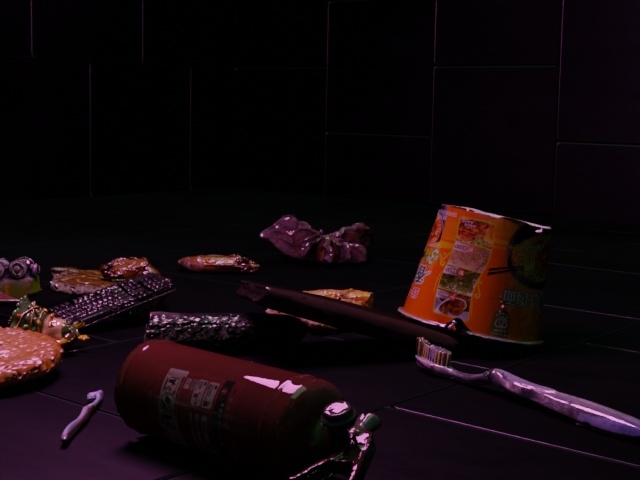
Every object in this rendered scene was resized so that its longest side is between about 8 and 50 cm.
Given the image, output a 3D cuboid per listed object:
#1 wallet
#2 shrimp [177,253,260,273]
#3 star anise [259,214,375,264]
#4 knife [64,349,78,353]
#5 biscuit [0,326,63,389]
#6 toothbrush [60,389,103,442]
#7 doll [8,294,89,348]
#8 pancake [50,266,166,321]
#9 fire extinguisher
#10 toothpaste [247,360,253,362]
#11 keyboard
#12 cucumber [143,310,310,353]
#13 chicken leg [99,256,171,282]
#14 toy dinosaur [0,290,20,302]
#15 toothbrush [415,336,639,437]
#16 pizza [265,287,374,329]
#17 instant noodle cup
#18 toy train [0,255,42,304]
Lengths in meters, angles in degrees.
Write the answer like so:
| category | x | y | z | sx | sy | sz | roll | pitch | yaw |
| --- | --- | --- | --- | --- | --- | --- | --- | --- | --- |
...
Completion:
| category | x | y | z | sx | sy | sz | roll | pitch | yaw |
| --- | --- | --- | --- | --- | --- | --- | --- | --- | --- |
| wallet | 0.035 | 0.110 | 1.600 | 0.309 | 0.042 | 0.165 | 15 | -2 | -20 |
| shrimp | -0.216 | 0.046 | 2.328 | 0.184 | 0.043 | 0.091 | 3 | 4 | 23 |
| star anise | -0.005 | -0.001 | 2.484 | 0.257 | 0.110 | 0.198 | 8 | 7 | 3 |
| knife | -0.424 | 0.158 | 1.524 | 0.170 | 0.010 | 0.023 | -2 | 7 | -15 |
| biscuit | -0.461 | 0.155 | 1.414 | 0.254 | 0.035 | 0.254 | 1 | 11 | 0 |
| toothbrush | -0.268 | 0.197 | 1.232 | 0.019 | 0.013 | 0.193 | -5 | 7 | -1 |
| doll | -0.395 | 0.139 | 1.575 | 0.113 | 0.076 | 0.078 | 29 | 17 | -5 |
| pancake | -0.382 | 0.090 | 1.931 | 0.197 | 0.054 | 0.376 | 4 | 3 | -30 |
| fire extinguisher | -0.074 | 0.184 | 1.066 | 0.337 | 0.106 | 0.147 | 7 | 34 | 43 |
| toothpaste | -0.165 | 0.170 | 1.381 | 0.164 | 0.034 | 0.046 | 1 | 4 | 2 |
| keyboard | -0.339 | 0.098 | 1.745 | 0.072 | 0.023 | 0.231 | 22 | 32 | 40 |
| cucumber | -0.136 | 0.134 | 1.585 | 0.245 | 0.067 | 0.067 | 1 | 7 | -20 |
| chicken leg | -0.317 | 0.056 | 1.886 | 0.145 | 0.037 | 0.062 | 6 | 26 | 16 |
| toy dinosaur | -0.589 | 0.106 | 1.841 | 0.220 | 0.032 | 0.108 | -7 | 8 | 19 |
| toothbrush | 0.248 | 0.183 | 1.344 | 0.035 | 0.042 | 0.413 | -3 | 11 | -34 |
| pizza | 0.000 | 0.111 | 1.779 | 0.182 | 0.062 | 0.161 | 3 | 13 | 1 |
| instant noodle cup | 0.249 | 0.049 | 1.673 | 0.230 | 0.182 | 0.230 | 13 | 4 | -1 |
| toy train | -0.589 | 0.075 | 1.920 | 0.202 | 0.081 | 0.060 | -5 | 6 | 7 |
